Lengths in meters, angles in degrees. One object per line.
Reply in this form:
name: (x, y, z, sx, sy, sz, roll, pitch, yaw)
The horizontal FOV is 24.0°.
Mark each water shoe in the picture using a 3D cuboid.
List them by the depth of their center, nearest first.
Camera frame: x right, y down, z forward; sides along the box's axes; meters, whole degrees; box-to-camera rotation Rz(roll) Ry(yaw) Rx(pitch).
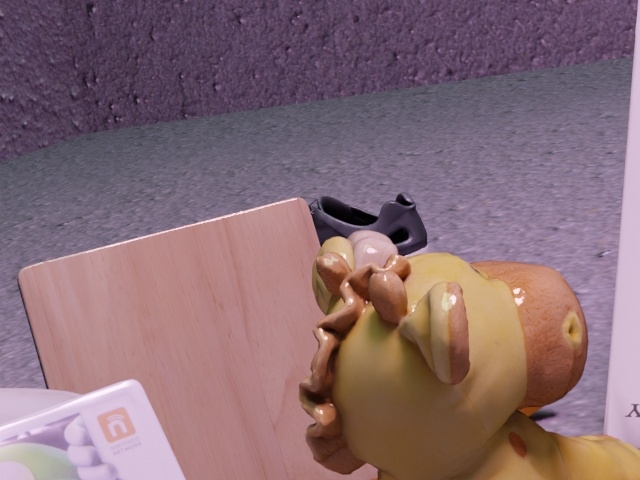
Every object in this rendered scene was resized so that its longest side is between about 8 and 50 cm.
water shoe: (0.000, 0.000, 1.312, 0.203, 0.080, 0.073, -6, 11, 25)

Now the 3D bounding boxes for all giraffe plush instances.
giraffe plush: (0.054, 0.079, 0.609, 0.181, 0.171, 0.210, -2, 15, 41)

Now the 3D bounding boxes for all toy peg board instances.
toy peg board: (-0.069, 0.078, 0.828, 0.160, 0.161, 0.079, -15, -6, -15)

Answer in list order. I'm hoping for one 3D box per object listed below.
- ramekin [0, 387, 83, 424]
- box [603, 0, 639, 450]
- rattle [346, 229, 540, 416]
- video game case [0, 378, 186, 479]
ramekin: (-0.176, 0.152, 0.596, 0.272, 0.127, 0.273, -12, 11, 2)
box: (0.259, -0.049, 0.713, 0.232, 0.322, 0.058, -4, -16, 38)
rattle: (0.051, 0.068, 0.954, 0.142, 0.130, 0.200, -2, -17, -9)
video game case: (-0.105, 0.148, 0.462, 0.190, 0.173, 0.022, -18, -19, -30)
